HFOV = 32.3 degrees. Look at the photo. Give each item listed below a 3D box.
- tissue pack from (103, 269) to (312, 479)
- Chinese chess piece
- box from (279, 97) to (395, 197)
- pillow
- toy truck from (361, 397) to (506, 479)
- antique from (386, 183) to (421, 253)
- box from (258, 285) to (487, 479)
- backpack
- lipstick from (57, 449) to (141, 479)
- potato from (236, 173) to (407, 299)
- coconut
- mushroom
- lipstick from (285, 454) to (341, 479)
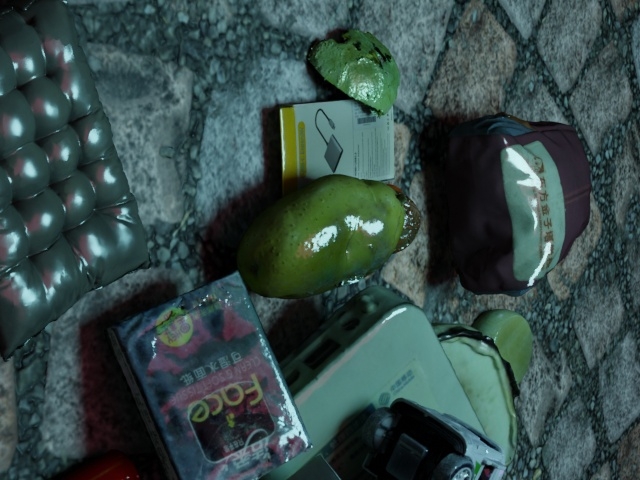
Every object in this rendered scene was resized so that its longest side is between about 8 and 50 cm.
[{"bbox_3d":[-0.132,0.175,1.300,0.173,0.073,0.235,-22,89,-24],"label":"tissue pack"},{"bbox_3d":[0.309,0.190,1.915,0.144,0.058,0.144,-8,101,-47],"label":"Chinese chess piece"},{"bbox_3d":[0.019,-0.135,1.550,0.247,0.033,0.129,-12,105,-48],"label":"box"},{"bbox_3d":[-0.309,-0.069,1.130,0.228,0.101,0.326,-37,123,-44],"label":"pillow"},{"bbox_3d":[0.102,0.389,1.420,0.178,0.176,0.363,14,100,-48],"label":"toy truck"},{"bbox_3d":[0.096,-0.027,1.603,0.104,0.104,0.104,-9,102,-49],"label":"antique"},{"bbox_3d":[0.036,0.312,1.513,0.396,0.111,0.396,-40,125,-19],"label":"box"},{"bbox_3d":[0.327,-0.074,1.796,0.317,0.197,0.283,-21,109,-51],"label":"backpack"},{"bbox_3d":[-0.313,0.315,1.194,0.280,0.073,0.073,-26,114,-46],"label":"lipstick"},{"bbox_3d":[0.000,0.000,1.444,0.248,0.143,0.169,-23,144,-38],"label":"potato"},{"bbox_3d":[0.066,-0.240,1.553,0.158,0.055,0.133,-32,89,-49],"label":"coconut"},{"bbox_3d":[0.186,0.259,1.737,0.247,0.130,0.344,-39,124,-7],"label":"mushroom"},{"bbox_3d":[-0.118,0.405,1.302,0.371,0.080,0.076,-37,122,-8],"label":"lipstick"}]
